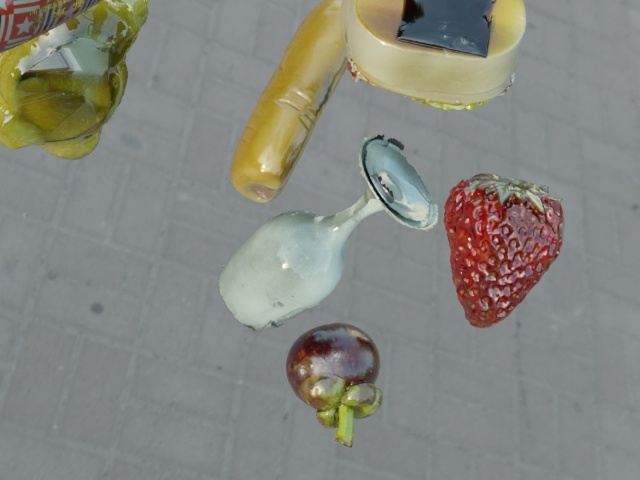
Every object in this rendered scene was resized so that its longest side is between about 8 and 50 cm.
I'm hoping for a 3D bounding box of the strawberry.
[{"bbox_3d":[0.276,0.022,1.648,0.205,0.244,0.205,12,15,-3],"label":"strawberry"}]

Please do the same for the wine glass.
[{"bbox_3d":[0.000,0.000,1.359,0.143,0.321,0.143,30,42,-31],"label":"wine glass"}]

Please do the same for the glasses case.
[{"bbox_3d":[-0.220,-0.211,0.849,0.049,0.073,0.194,37,50,13],"label":"glasses case"}]

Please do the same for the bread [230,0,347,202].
[{"bbox_3d":[-0.032,-0.196,1.419,0.091,0.142,0.305,28,72,-7],"label":"bread"}]

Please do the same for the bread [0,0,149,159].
[{"bbox_3d":[-0.297,-0.197,1.200,0.161,0.233,0.088,12,27,-24],"label":"bread"}]

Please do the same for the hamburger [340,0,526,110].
[{"bbox_3d":[0.126,-0.236,1.151,0.210,0.116,0.173,6,81,-4],"label":"hamburger"}]

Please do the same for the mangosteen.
[{"bbox_3d":[0.031,0.211,1.578,0.156,0.145,0.181,2,38,-26],"label":"mangosteen"}]
